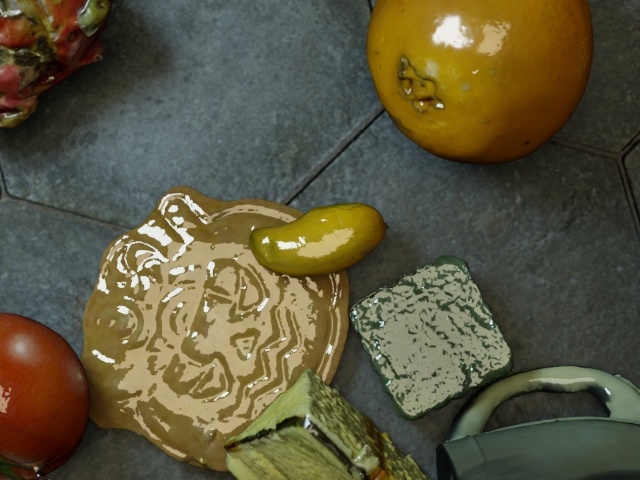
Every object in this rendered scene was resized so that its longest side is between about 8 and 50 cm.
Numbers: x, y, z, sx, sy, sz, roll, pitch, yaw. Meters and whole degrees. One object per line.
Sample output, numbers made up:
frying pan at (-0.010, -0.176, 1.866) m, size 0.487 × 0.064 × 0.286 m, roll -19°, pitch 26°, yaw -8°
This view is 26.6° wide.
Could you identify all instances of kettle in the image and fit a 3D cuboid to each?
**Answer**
kettle at (0.328, 0.309, 1.807) m, size 0.324 × 0.228 × 0.321 m, roll -11°, pitch 53°, yaw -5°

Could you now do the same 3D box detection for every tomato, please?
tomato at (-0.431, 0.213, 1.795) m, size 0.256 × 0.256 × 0.224 m, roll 0°, pitch 67°, yaw 1°

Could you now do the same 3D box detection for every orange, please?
orange at (0.212, -0.256, 1.801) m, size 0.312 × 0.312 × 0.312 m, roll 0°, pitch 85°, yaw 1°

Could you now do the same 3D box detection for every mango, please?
mango at (0.000, 0.000, 1.844) m, size 0.190 × 0.075 × 0.098 m, roll -13°, pitch 64°, yaw -5°

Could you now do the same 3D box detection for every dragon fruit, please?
dragon fruit at (-0.448, -0.276, 1.851) m, size 0.296 × 0.314 × 0.263 m, roll 16°, pitch 102°, yaw -20°

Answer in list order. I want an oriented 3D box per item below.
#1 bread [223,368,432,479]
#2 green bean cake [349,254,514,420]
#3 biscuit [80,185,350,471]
bread at (0.019, 0.324, 1.758) m, size 0.263 × 0.236 × 0.198 m, roll 43°, pitch 87°, yaw -9°
green bean cake at (0.151, 0.134, 1.866) m, size 0.183 × 0.094 × 0.185 m, roll -28°, pitch 84°, yaw -1°
biscuit at (-0.148, 0.119, 1.891) m, size 0.365 × 0.062 × 0.385 m, roll 19°, pitch 85°, yaw 4°
